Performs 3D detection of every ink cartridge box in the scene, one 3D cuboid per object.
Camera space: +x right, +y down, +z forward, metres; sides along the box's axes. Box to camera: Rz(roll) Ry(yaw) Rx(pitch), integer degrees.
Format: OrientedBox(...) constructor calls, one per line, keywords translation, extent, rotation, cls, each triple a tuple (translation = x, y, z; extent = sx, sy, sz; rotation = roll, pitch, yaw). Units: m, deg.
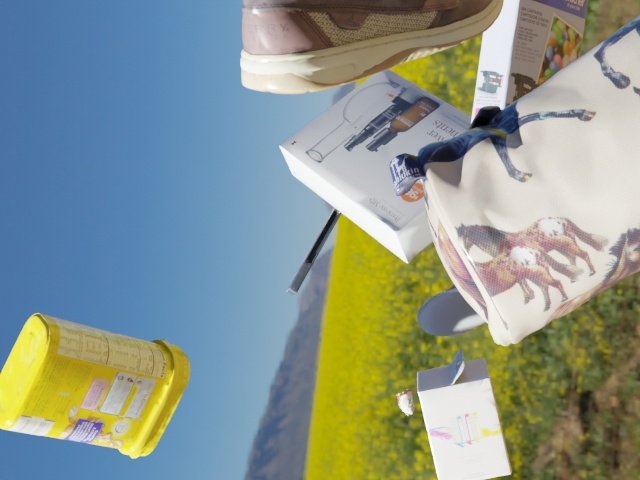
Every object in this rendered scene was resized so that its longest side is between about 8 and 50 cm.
OrientedBox(translation=(0.173, 0.214, 1.202), extent=(0.092, 0.089, 0.143), rotation=(-61, -43, -81), cls="ink cartridge box")
OrientedBox(translation=(0.304, -0.267, 1.399), extent=(0.185, 0.065, 0.311), rotation=(1, -84, -46), cls="ink cartridge box")

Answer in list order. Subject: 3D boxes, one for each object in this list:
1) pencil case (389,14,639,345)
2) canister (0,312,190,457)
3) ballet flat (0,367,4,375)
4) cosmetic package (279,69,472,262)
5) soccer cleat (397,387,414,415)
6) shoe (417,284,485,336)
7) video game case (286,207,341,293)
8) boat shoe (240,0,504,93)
OrientedBox(translation=(0.258, -0.099, 0.702), extent=(0.160, 0.410, 0.184), rotation=(38, -157, -57), cls="pencil case")
OrientedBox(translation=(-0.236, 0.150, 1.008), extent=(0.073, 0.170, 0.126), rotation=(35, 100, 49), cls="canister")
OrientedBox(translation=(-0.631, 0.264, 1.893), extent=(0.073, 0.232, 0.080), rotation=(-66, -11, 18), cls="ballet flat")
OrientedBox(translation=(0.142, -0.157, 1.868), extent=(0.284, 0.377, 0.097), rotation=(-40, -43, -12), cls="cosmetic package")
OrientedBox(translation=(0.149, 0.278, 1.668), extent=(0.036, 0.029, 0.083), rotation=(59, 169, 20), cls="soccer cleat")
OrientedBox(translation=(0.216, 0.072, 1.334), extent=(0.063, 0.178, 0.081), rotation=(63, -170, -11), cls="shoe")
OrientedBox(translation=(0.000, 0.000, 2.221), extent=(0.274, 0.026, 0.196), rotation=(-61, 1, -6), cls="video game case")
OrientedBox(translation=(0.048, -0.189, 0.735), extent=(0.285, 0.102, 0.092), rotation=(-30, -53, -39), cls="boat shoe")
